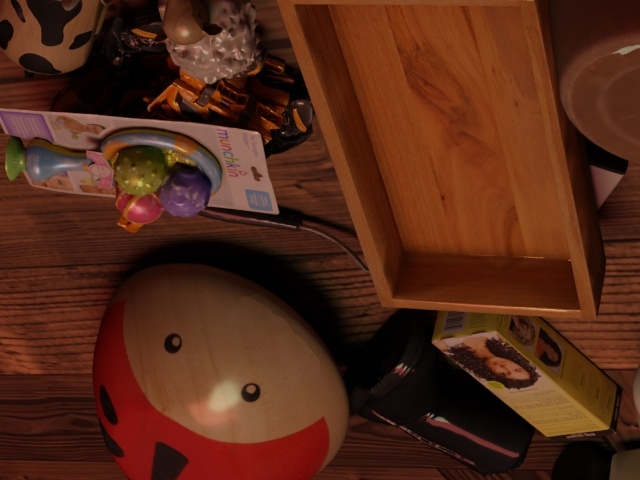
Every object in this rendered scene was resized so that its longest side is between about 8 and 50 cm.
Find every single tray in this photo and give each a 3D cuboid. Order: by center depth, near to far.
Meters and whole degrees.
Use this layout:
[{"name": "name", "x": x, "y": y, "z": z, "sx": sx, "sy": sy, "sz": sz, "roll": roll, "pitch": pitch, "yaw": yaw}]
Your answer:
[{"name": "tray", "x": 0.114, "y": -0.086, "z": 1.509, "sx": 0.203, "sy": 0.076, "sz": 0.411, "roll": 3, "pitch": 142, "yaw": 19}]

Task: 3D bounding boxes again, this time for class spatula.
[{"name": "spatula", "x": 0.000, "y": 0.000, "z": 1.786, "sx": 0.296, "sy": 0.030, "sz": 0.084, "roll": 18, "pitch": -176, "yaw": 4}]

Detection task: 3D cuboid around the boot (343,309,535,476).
[{"name": "boot", "x": 0.143, "y": 0.172, "z": 1.956, "sx": 0.207, "sy": 0.094, "sz": 0.246, "roll": 23, "pitch": 157, "yaw": -7}]

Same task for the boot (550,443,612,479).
[{"name": "boot", "x": 0.360, "y": 0.410, "z": 2.101, "sx": 0.096, "sy": 0.264, "sz": 0.280, "roll": -25, "pitch": 131, "yaw": 37}]

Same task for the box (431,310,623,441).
[{"name": "box", "x": 0.220, "y": 0.134, "z": 1.895, "sx": 0.087, "sy": 0.058, "sz": 0.232, "roll": -13, "pitch": 141, "yaw": 41}]

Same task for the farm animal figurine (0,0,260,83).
[{"name": "farm animal figurine", "x": -0.213, "y": -0.231, "z": 1.346, "sx": 0.330, "sy": 0.172, "sz": 0.327, "roll": 12, "pitch": 151, "yaw": 6}]

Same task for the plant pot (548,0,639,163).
[{"name": "plant pot", "x": 0.249, "y": -0.176, "z": 1.168, "sx": 0.263, "sy": 0.229, "sz": 0.263, "roll": 11, "pitch": 150, "yaw": 6}]

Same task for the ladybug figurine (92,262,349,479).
[{"name": "ladybug figurine", "x": -0.129, "y": 0.188, "z": 2.002, "sx": 0.305, "sy": 0.162, "sz": 0.449, "roll": 29, "pitch": 152, "yaw": 7}]

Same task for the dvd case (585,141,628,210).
[{"name": "dvd case", "x": 0.156, "y": -0.037, "z": 1.664, "sx": 0.180, "sy": 0.022, "sz": 0.253, "roll": 17, "pitch": 151, "yaw": -4}]

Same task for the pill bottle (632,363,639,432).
[{"name": "pill bottle", "x": 0.378, "y": 0.168, "z": 1.819, "sx": 0.117, "sy": 0.117, "sz": 0.208, "roll": 4, "pitch": 149, "yaw": 19}]

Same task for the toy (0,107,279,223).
[{"name": "toy", "x": -0.164, "y": -0.053, "z": 1.577, "sx": 0.237, "sy": 0.056, "sz": 0.137, "roll": 9, "pitch": 153, "yaw": 11}]

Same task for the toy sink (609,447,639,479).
[{"name": "toy sink", "x": 0.455, "y": 0.298, "z": 1.992, "sx": 0.234, "sy": 0.131, "sz": 0.153, "roll": -19, "pitch": 138, "yaw": 43}]

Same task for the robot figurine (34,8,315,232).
[{"name": "robot figurine", "x": -0.136, "y": -0.104, "z": 1.620, "sx": 0.211, "sy": 0.085, "sz": 0.291, "roll": 29, "pitch": 148, "yaw": -24}]
